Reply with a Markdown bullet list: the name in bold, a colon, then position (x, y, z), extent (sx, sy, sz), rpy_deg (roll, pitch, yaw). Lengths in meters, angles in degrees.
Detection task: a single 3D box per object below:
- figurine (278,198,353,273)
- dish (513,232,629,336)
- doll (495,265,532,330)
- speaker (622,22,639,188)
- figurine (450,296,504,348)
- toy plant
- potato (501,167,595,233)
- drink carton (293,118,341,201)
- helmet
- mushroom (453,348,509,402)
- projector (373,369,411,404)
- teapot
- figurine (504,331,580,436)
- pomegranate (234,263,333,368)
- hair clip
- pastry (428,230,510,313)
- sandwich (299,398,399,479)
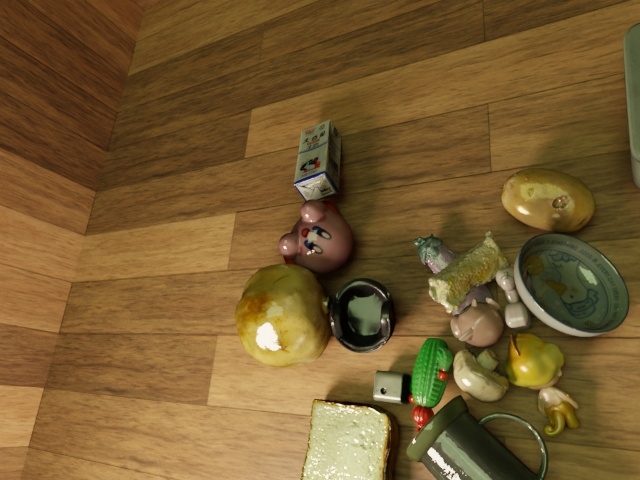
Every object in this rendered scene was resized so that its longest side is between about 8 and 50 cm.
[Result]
- **figurine**: position (0.005, 0.004, 1.507), extent (0.211, 0.261, 0.270), rpy_deg (34, 89, 8)
- **dish**: position (0.595, 0.129, 1.138), extent (0.273, 0.134, 0.273), rpy_deg (5, 55, -8)
- **doll**: position (0.497, 0.147, 1.174), extent (0.059, 0.161, 0.160), rpy_deg (-17, 66, 26)
- **speaker**: position (0.864, -0.336, 1.134), extent (0.183, 0.184, 0.406), rpy_deg (-1, 71, 30)
- **figurine**: position (0.410, 0.217, 1.178), extent (0.138, 0.125, 0.125), rpy_deg (-49, 55, 1)
- **toy plant**: position (0.287, 0.381, 1.227), extent (0.154, 0.088, 0.240), rpy_deg (-155, 86, -79)
- **potato**: position (0.611, -0.113, 1.225), extent (0.233, 0.146, 0.150), rpy_deg (26, 130, 23)
- **drink carton**: position (-0.005, -0.287, 1.628), extent (0.130, 0.106, 0.315), rpy_deg (-17, 44, 22)
- **helmet**: position (0.126, 0.221, 1.342), extent (0.189, 0.193, 0.216), rpy_deg (-4, 77, 12)
- **mushroom**: position (0.407, 0.333, 1.155), extent (0.154, 0.154, 0.122), rpy_deg (38, 105, 35)
- **projector**: position (0.204, 0.415, 1.286), extent (0.082, 0.083, 0.083), rpy_deg (-3, 69, 30)
- **teapot**: position (0.407, 0.535, 1.055), extent (0.270, 0.200, 0.337), rpy_deg (-49, 57, 2)
- **figurine**: position (0.535, 0.337, 1.109), extent (0.156, 0.131, 0.246), rpy_deg (-38, 66, 30)
- **pomegranate**: position (-0.105, 0.235, 1.425), extent (0.332, 0.332, 0.333), rpy_deg (-11, 66, 27)
- **hair clip**: position (0.394, 0.131, 1.299), extent (0.359, 0.110, 0.096), rpy_deg (60, 145, 29)
- **pastry**: position (0.400, 0.096, 1.234), extent (0.258, 0.089, 0.121), rpy_deg (-35, 73, -13)
- **sandwich**: position (0.082, 0.608, 1.275), extent (0.271, 0.099, 0.301), rpy_deg (0, 68, 26)
